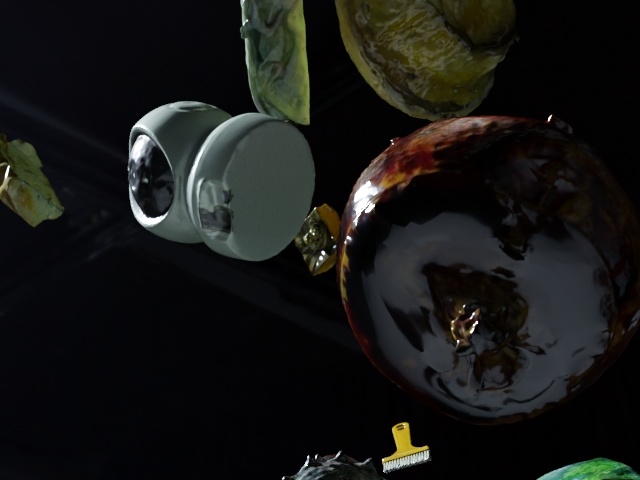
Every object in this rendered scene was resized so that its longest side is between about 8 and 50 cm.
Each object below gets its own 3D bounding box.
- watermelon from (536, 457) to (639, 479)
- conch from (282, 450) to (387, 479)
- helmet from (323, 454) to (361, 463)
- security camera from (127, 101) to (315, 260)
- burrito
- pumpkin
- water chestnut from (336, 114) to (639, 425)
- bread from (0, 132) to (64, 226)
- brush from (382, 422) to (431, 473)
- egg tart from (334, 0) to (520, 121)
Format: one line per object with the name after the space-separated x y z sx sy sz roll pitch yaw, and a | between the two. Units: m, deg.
0.311 0.462 1.400 0.222 0.292 0.319 -7 2 -14 | watermelon
0.027 0.466 1.484 0.240 0.313 0.186 31 -59 -17 | conch
0.042 0.466 1.871 0.089 0.057 0.111 -20 -51 26 | helmet
-0.150 -0.087 1.277 0.236 0.195 0.194 18 -21 35 | security camera
-0.067 -0.294 1.402 0.096 0.066 0.309 -11 -54 -6 | burrito
0.000 0.000 1.402 0.054 0.074 0.083 -10 -28 -40 | pumpkin
0.170 0.036 1.019 0.350 0.302 0.351 8 -64 17 | water chestnut
-0.513 -0.101 1.647 0.088 0.232 0.128 -49 -50 5 | bread
0.180 0.440 2.098 0.103 0.013 0.272 -16 7 3 | brush
0.171 -0.341 1.386 0.345 0.345 0.132 27 -30 -33 | egg tart
